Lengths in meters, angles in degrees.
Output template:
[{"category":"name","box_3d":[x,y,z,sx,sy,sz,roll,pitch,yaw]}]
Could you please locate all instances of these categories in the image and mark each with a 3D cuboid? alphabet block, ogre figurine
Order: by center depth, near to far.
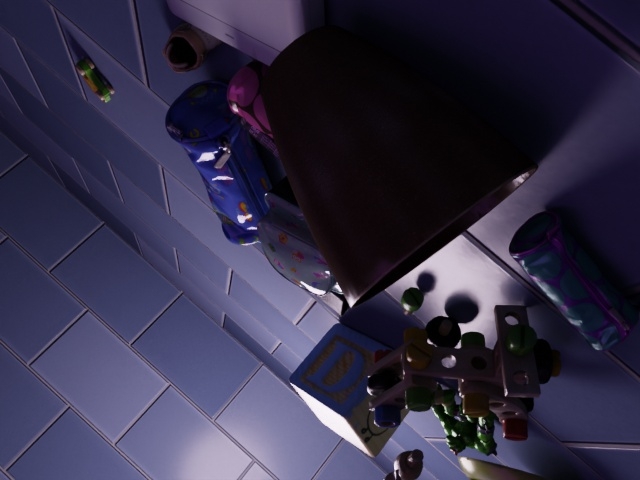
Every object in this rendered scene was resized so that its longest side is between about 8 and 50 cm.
[{"category":"ogre figurine","box_3d":[0.287,0.361,1.117,0.197,0.097,0.118,-11,107,46]},{"category":"alphabet block","box_3d":[0.080,0.343,1.298,0.193,0.192,0.197,22,152,46]}]

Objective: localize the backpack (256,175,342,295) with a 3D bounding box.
[{"category":"backpack","box_3d":[0.000,0.000,0.853,0.166,0.144,0.188,25,156,25]}]

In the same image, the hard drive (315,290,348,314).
[{"category":"hard drive","box_3d":[0.001,0.101,1.201,0.135,0.022,0.094,36,158,17]}]

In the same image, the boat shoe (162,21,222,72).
[{"category":"boat shoe","box_3d":[-0.191,-0.267,0.782,0.063,0.059,0.170,50,157,-18]}]

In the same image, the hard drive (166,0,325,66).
[{"category":"hard drive","box_3d":[-0.101,-0.333,0.520,0.233,0.047,0.353,34,157,21]}]

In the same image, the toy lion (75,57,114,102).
[{"category":"toy lion","box_3d":[-0.488,-0.341,1.201,0.096,0.034,0.100,26,154,53]}]

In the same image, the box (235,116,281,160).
[{"category":"box","box_3d":[-0.066,-0.153,0.772,0.083,0.067,0.018,42,129,2]}]

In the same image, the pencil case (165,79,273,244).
[{"category":"pencil case","box_3d":[-0.144,-0.111,0.913,0.133,0.119,0.306,56,170,34]}]

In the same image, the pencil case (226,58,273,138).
[{"category":"pencil case","box_3d":[-0.018,-0.135,0.702,0.209,0.095,0.098,42,175,7]}]

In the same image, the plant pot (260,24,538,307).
[{"category":"plant pot","box_3d":[0.048,-0.089,0.552,0.230,0.215,0.215,53,161,11]}]

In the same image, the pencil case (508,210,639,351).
[{"category":"pencil case","box_3d":[0.263,0.042,0.579,0.151,0.064,0.070,46,174,-10]}]

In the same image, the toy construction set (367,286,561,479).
[{"category":"toy construction set","box_3d":[0.178,0.206,0.755,0.258,0.308,0.237,28,151,14]}]

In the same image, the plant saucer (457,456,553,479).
[{"category":"plant saucer","box_3d":[0.392,0.486,1.116,0.241,0.037,0.241,15,159,6]}]
